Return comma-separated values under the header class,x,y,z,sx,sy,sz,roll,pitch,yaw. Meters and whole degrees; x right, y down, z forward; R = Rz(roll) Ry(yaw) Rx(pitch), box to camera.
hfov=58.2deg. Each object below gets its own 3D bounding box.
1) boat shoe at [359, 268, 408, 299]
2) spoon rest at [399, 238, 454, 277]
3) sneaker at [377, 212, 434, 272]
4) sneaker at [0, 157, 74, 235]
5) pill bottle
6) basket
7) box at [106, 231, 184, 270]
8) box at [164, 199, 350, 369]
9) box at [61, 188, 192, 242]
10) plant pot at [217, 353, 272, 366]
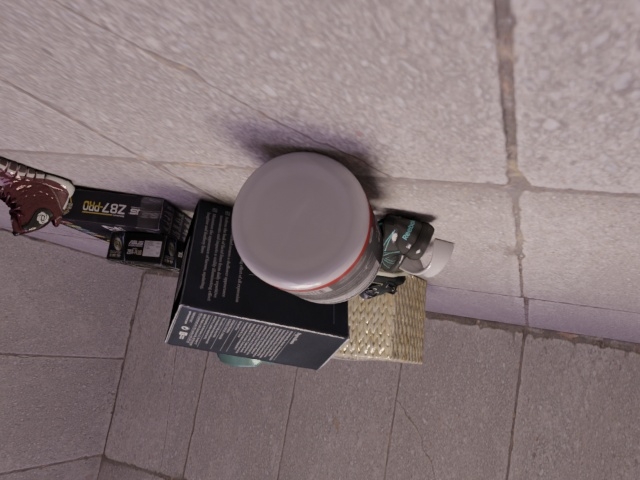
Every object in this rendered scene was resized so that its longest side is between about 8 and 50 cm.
class,x,y,z,sx,sy,sz,roll,pitch,yaw
boat shoe,0.146,0.109,1.606,0.127,0.113,0.340,28,-170,22
spoon rest,0.226,0.051,1.448,0.137,0.084,0.276,14,169,-21
sneaker,0.153,-0.004,1.236,0.106,0.101,0.267,25,163,-4
sneaker,-0.729,-0.098,1.340,0.281,0.163,0.106,17,168,-37
pill bottle,0.000,0.000,0.999,0.210,0.210,0.363,8,171,13
basket,0.196,0.259,2.014,0.266,0.332,0.328,-2,166,31
box,-0.446,0.034,1.533,0.180,0.078,0.147,3,168,23
box,-0.146,0.115,1.408,0.395,0.294,0.212,14,143,-16
box,-0.528,-0.047,1.637,0.317,0.097,0.395,5,170,7
plant pot,-0.233,0.232,1.966,0.340,0.335,0.341,-2,-172,0
